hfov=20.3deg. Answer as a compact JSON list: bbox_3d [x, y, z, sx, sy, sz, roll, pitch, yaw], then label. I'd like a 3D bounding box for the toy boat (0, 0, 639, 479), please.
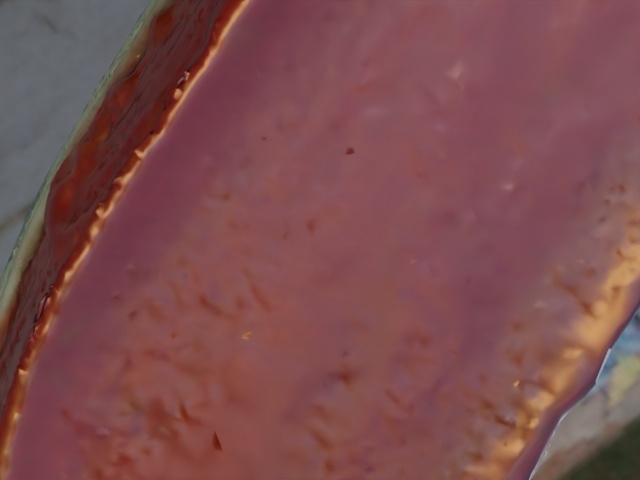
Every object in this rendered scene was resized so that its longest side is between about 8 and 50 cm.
[{"bbox_3d":[0.000,0.000,0.480,0.332,0.145,0.133,-58,-169,20],"label":"toy boat"}]
